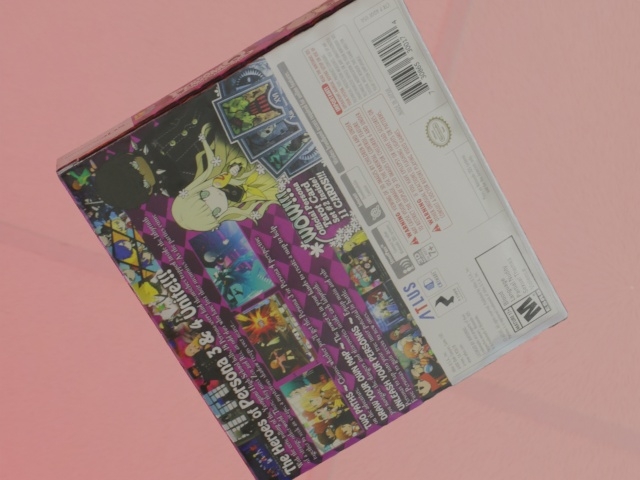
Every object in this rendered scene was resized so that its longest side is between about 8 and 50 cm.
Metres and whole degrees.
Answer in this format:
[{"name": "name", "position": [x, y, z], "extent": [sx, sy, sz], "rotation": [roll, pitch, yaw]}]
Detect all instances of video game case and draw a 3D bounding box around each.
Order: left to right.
[{"name": "video game case", "position": [0.000, 0.000, 0.788], "extent": [0.210, 0.042, 0.232], "rotation": [-31, -71, -1]}]
